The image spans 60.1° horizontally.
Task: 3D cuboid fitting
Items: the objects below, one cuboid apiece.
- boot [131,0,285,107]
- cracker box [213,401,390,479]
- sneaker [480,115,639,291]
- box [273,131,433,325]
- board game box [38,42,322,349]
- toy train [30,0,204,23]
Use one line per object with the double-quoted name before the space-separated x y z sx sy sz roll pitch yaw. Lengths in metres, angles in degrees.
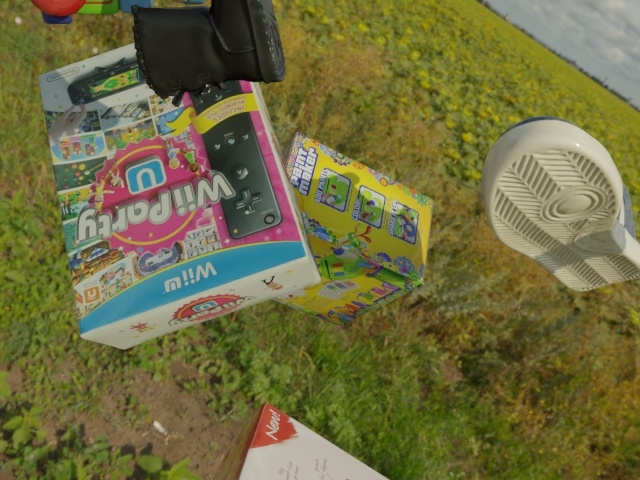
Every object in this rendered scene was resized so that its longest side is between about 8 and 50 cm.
"boot" -0.082 -0.155 0.381 0.099 0.121 0.045 -2 37 11
"cracker box" 0.025 0.235 0.371 0.232 0.067 0.155 34 23 -7
"sneaker" 0.267 -0.061 0.624 0.350 0.131 0.148 34 46 -49
"box" 0.000 0.000 1.009 0.279 0.290 0.177 24 60 -19
"board game box" -0.151 -0.068 0.587 0.097 0.224 0.303 69 2 -70
"toy train" -0.149 -0.286 0.389 0.143 0.248 0.105 -11 45 -26
